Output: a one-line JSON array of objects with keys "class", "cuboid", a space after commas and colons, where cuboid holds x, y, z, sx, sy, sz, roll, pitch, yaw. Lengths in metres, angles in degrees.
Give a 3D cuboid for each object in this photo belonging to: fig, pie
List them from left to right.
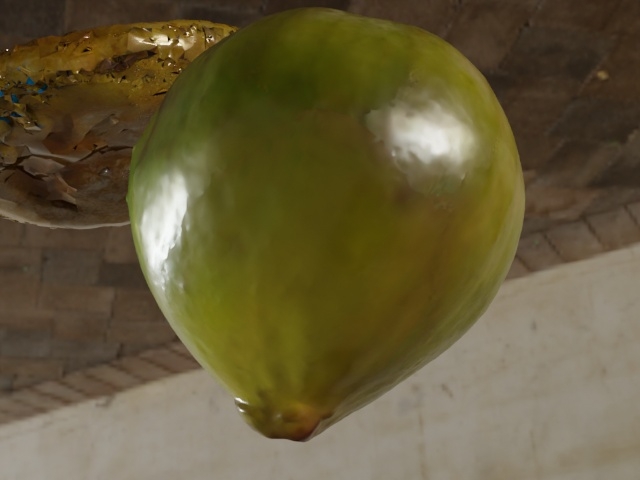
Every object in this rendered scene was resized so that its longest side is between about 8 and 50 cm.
[{"class": "pie", "cuboid": [-0.161, -0.077, 0.787, 0.273, 0.069, 0.273, -14, 159, -6]}, {"class": "fig", "cuboid": [0.003, -0.010, 0.397, 0.136, 0.121, 0.153, 5, 127, 22]}]
